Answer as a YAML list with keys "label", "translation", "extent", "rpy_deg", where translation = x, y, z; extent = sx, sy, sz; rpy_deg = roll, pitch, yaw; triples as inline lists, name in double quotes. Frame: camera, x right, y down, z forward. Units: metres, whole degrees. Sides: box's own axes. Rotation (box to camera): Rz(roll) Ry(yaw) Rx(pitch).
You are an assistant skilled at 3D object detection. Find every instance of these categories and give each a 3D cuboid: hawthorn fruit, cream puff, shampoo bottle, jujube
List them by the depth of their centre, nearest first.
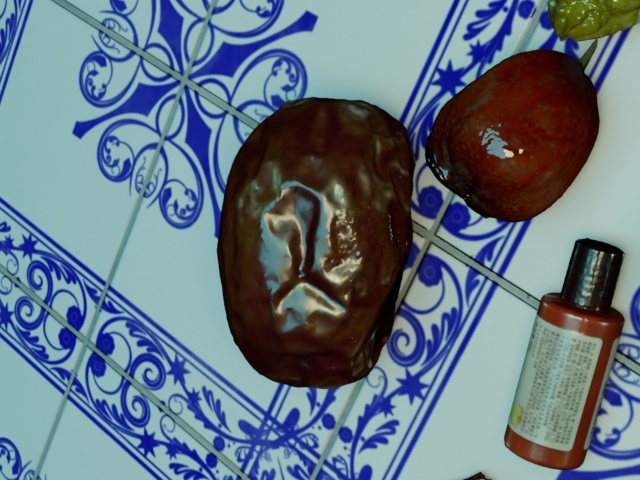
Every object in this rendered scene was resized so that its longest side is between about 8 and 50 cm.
- label: "cream puff"
  translation: [0.316, -0.307, 1.222]
  extent: [0.116, 0.146, 0.146]
  rpy_deg: [-16, 83, -1]
- label: "hawthorn fruit"
  translation: [0.254, -0.139, 1.276]
  extent: [0.251, 0.189, 0.189]
  rpy_deg: [-42, 70, 9]
- label: "shampoo bottle"
  translation: [0.308, 0.135, 1.289]
  extent: [0.104, 0.104, 0.278]
  rpy_deg: [20, 104, 31]
- label: "jujube"
  translation: [0.000, -0.001, 1.397]
  extent: [0.276, 0.276, 0.376]
  rpy_deg: [3, 97, 34]

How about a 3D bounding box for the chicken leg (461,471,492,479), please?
- label: "chicken leg"
  translation: [0.289, 0.368, 1.340]
  extent: [0.304, 0.093, 0.113]
  rpy_deg: [16, 85, 40]
